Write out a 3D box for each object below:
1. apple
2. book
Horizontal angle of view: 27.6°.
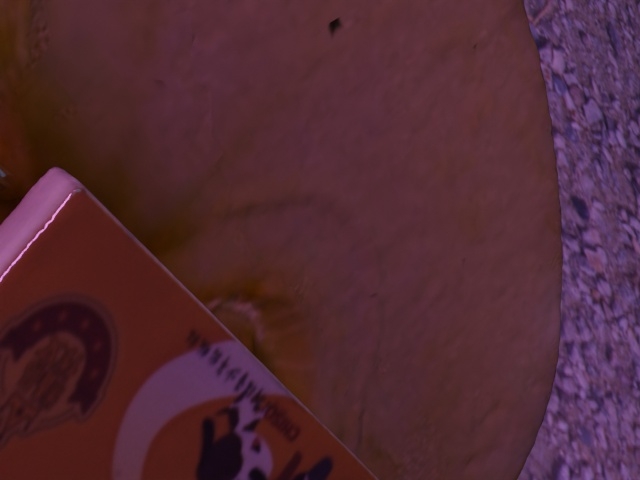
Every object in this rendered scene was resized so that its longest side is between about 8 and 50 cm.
[{"bbox_3d":[-0.062,0.045,0.455,0.360,0.320,0.312,58,20,-45],"label":"apple"},{"bbox_3d":[-0.108,0.150,0.381,0.295,0.020,0.208,-53,137,-13],"label":"book"}]
